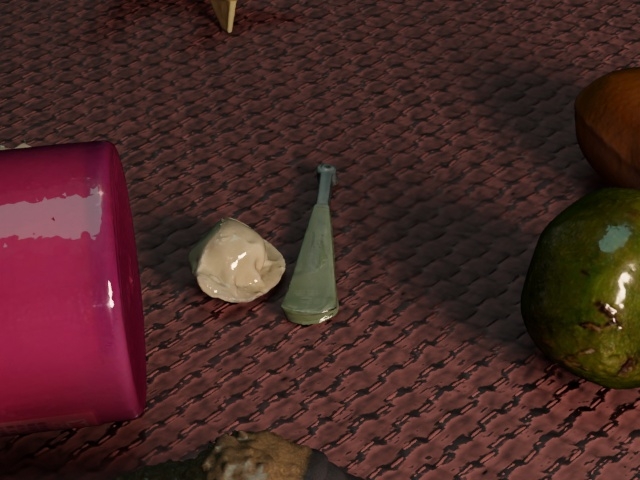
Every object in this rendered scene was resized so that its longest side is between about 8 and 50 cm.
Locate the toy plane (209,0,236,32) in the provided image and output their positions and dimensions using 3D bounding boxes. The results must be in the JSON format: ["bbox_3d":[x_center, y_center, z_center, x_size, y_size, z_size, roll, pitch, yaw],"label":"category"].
[{"bbox_3d":[-0.127,-0.266,1.674,0.242,0.104,0.256,-7,35,-31],"label":"toy plane"}]

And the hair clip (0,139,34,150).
[{"bbox_3d":[-0.320,-0.054,1.411,0.226,0.034,0.072,5,37,14],"label":"hair clip"}]

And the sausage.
[{"bbox_3d":[0.265,-0.041,1.235,0.105,0.105,0.274,-16,33,-17],"label":"sausage"}]

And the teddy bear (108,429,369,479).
[{"bbox_3d":[-0.024,0.157,0.929,0.251,0.129,0.182,4,35,16],"label":"teddy bear"}]

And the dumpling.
[{"bbox_3d":[-0.058,0.016,1.255,0.052,0.057,0.076,-47,8,1],"label":"dumpling"}]

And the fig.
[{"bbox_3d":[0.169,0.023,1.134,0.123,0.123,0.156,-21,23,-23],"label":"fig"}]

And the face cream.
[{"bbox_3d":[-0.210,0.033,1.116,0.195,0.175,0.175,-7,31,0],"label":"face cream"}]

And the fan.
[{"bbox_3d":[0.000,0.000,1.290,0.038,0.016,0.193,1,33,5],"label":"fan"}]
